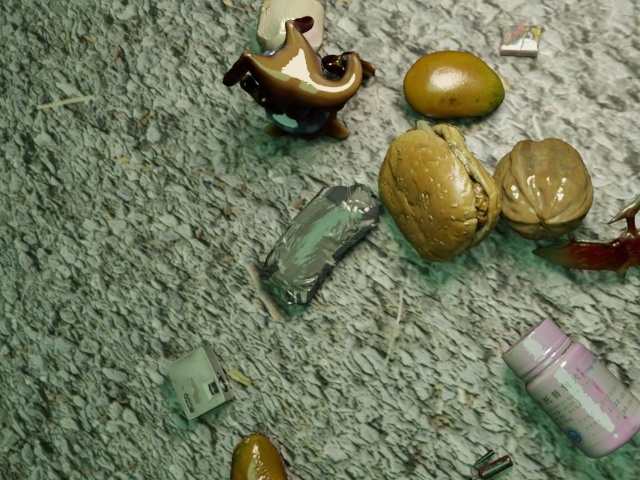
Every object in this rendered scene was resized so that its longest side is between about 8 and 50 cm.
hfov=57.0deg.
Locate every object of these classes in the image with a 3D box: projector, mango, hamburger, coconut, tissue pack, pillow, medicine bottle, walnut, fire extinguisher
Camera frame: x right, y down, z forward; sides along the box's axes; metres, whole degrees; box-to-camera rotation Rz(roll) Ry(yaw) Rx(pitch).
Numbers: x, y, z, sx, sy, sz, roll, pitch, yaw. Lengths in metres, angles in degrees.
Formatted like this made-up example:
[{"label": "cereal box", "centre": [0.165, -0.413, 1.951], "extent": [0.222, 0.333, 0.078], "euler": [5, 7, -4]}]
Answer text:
[{"label": "projector", "centre": [-0.293, 0.345, 1.441], "extent": [0.115, 0.061, 0.147], "euler": [-30, 77, 13]}, {"label": "mango", "centre": [-0.127, 0.559, 1.322], "extent": [0.156, 0.151, 0.248], "euler": [-22, 80, 48]}, {"label": "hamburger", "centre": [0.236, -0.101, 1.242], "extent": [0.145, 0.259, 0.283], "euler": [-15, 58, -20]}, {"label": "coconut", "centre": [-0.075, -0.501, 1.414], "extent": [0.171, 0.171, 0.182], "euler": [3, 79, 17]}, {"label": "mango", "centre": [0.296, -0.347, 1.314], "extent": [0.221, 0.120, 0.151], "euler": [0, 87, 10]}, {"label": "tissue pack", "centre": [0.448, -0.448, 1.322], "extent": [0.083, 0.035, 0.063], "euler": [9, 87, 19]}, {"label": "pillow", "centre": [0.000, 0.000, 1.376], "extent": [0.161, 0.092, 0.335], "euler": [41, 96, 11]}, {"label": "medicine bottle", "centre": [0.494, 0.287, 1.168], "extent": [0.152, 0.152, 0.254], "euler": [-45, 75, 8]}, {"label": "walnut", "centre": [0.444, -0.107, 1.194], "extent": [0.198, 0.198, 0.244], "euler": [-1, 45, 16]}, {"label": "fire extinguisher", "centre": [0.353, 0.476, 1.251], "extent": [0.100, 0.032, 0.046], "euler": [-29, 88, 6]}]

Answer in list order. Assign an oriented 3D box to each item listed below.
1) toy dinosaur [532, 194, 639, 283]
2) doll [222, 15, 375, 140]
[{"label": "toy dinosaur", "centre": [0.611, -0.006, 1.191], "extent": [0.207, 0.112, 0.327], "euler": [39, 121, -19]}, {"label": "doll", "centre": [-0.032, -0.347, 1.298], "extent": [0.318, 0.340, 0.209], "euler": [-7, 82, 5]}]
